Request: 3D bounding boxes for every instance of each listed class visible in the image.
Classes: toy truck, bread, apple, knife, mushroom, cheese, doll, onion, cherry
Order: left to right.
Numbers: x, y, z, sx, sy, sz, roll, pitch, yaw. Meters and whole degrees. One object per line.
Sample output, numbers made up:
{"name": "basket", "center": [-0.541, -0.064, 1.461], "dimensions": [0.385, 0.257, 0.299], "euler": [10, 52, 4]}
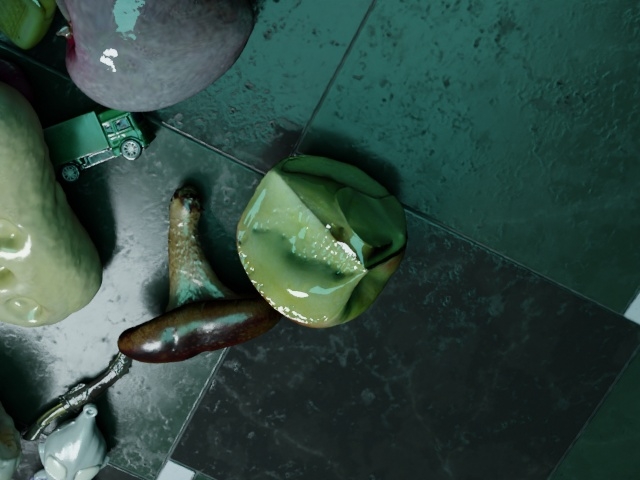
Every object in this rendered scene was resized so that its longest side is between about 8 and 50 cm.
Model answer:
{"name": "onion", "center": [-0.414, -0.174, 1.476], "dimensions": [0.115, 0.104, 0.115], "euler": [1, 96, 10]}
{"name": "cheese", "center": [-0.385, -0.032, 1.464], "dimensions": [0.328, 0.129, 0.351], "euler": [36, 136, -23]}
{"name": "bread", "center": [-0.356, -0.288, 1.439], "dimensions": [0.082, 0.056, 0.115], "euler": [41, 146, -1]}
{"name": "doll", "center": [-0.354, 0.312, 1.680], "dimensions": [0.102, 0.075, 0.227], "euler": [15, 123, -22]}
{"name": "knife", "center": [-0.333, 0.215, 1.666], "dimensions": [0.222, 0.021, 0.045], "euler": [-43, 105, 13]}
{"name": "toy truck", "center": [-0.288, -0.128, 1.509], "dimensions": [0.147, 0.065, 0.079], "euler": [-17, 106, 10]}
{"name": "cherry", "center": [-0.208, -0.257, 1.390], "dimensions": [0.266, 0.183, 0.213], "euler": [4, 133, -3]}
{"name": "mushroom", "center": [-0.176, 0.041, 1.555], "dimensions": [0.227, 0.148, 0.217], "euler": [-17, 92, -1]}
{"name": "apple", "center": [0.000, 0.000, 1.488], "dimensions": [0.188, 0.174, 0.207], "euler": [40, 82, 17]}

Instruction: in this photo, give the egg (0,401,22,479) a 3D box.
{"name": "egg", "center": [-0.527, 0.294, 1.616], "dimensions": [0.217, 0.183, 0.183], "euler": [-29, 108, 2]}
